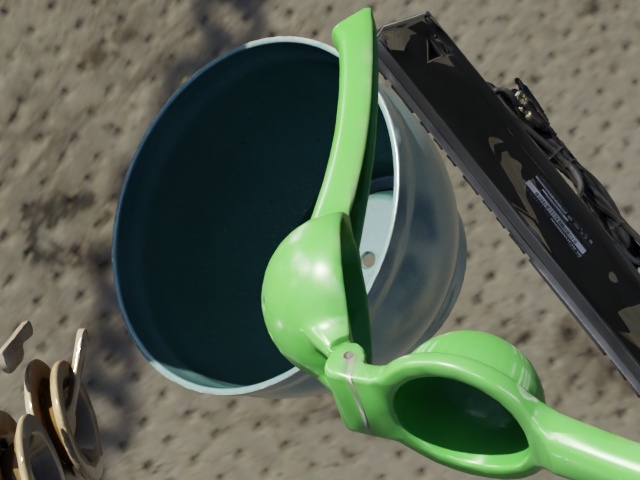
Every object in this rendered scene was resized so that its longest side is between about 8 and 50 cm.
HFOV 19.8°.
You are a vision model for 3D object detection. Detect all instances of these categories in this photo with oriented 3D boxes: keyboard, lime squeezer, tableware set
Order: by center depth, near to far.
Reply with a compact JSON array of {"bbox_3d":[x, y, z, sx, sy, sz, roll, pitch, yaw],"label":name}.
[{"bbox_3d":[0.050,0.030,0.585,0.110,0.059,0.310,-18,41,-24],"label":"lime squeezer"},{"bbox_3d":[-0.149,0.119,1.043,0.039,0.194,0.128,-17,101,6],"label":"tableware set"},{"bbox_3d":[0.148,-0.015,1.156,0.317,0.033,0.201,53,25,3],"label":"keyboard"}]

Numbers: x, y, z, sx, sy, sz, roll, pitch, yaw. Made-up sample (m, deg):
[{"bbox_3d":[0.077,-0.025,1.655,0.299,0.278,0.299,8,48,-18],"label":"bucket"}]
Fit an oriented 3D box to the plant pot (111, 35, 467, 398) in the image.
[{"bbox_3d":[0.000,0.000,1.516,0.196,0.293,0.293,21,67,-50],"label":"plant pot"}]
